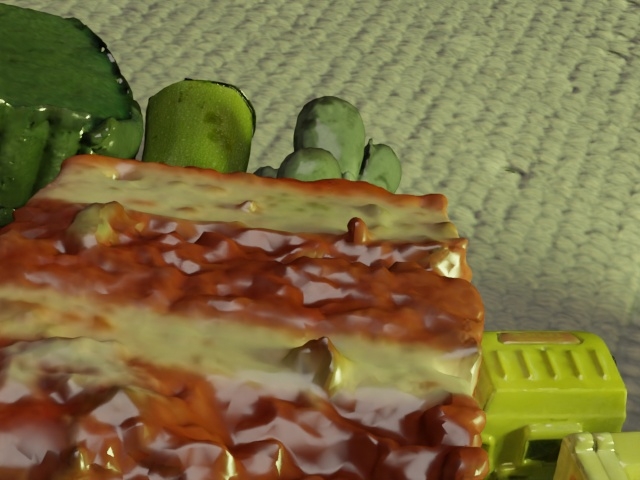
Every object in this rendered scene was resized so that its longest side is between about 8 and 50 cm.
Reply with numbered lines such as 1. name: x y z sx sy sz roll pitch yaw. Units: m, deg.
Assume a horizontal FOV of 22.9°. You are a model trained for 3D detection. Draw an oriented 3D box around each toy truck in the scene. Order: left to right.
1. toy truck: 0.148 0.160 0.948 0.124 0.157 0.272 1 35 -11

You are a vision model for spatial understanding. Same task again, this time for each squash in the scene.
1. squash: -0.103 -0.045 1.261 0.095 0.095 0.188 7 38 -3

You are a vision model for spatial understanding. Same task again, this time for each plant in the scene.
1. plant: 0.000 -0.001 1.161 0.149 0.146 0.274 11 33 7

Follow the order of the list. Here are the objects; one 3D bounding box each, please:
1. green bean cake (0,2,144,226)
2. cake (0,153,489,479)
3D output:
1. green bean cake: -0.267 -0.105 1.266 0.227 0.124 0.222 -2 34 -28
2. cake: -0.064 0.125 0.854 0.270 0.270 0.319 8 32 -1
